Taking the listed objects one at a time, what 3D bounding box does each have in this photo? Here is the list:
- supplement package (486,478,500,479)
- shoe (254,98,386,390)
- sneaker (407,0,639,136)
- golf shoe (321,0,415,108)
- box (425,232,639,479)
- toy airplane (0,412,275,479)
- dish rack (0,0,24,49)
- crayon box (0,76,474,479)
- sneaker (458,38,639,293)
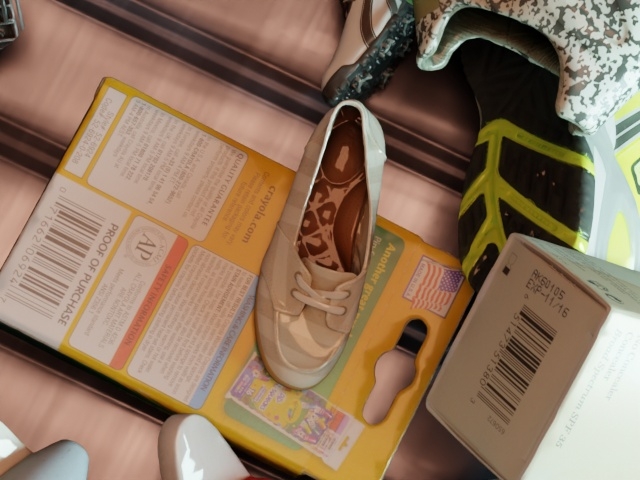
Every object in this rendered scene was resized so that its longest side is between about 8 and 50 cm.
[{"bbox_3d":[0.131,0.290,1.255,0.194,0.149,0.203,-8,106,-7],"label":"supplement package"},{"bbox_3d":[0.000,0.000,1.287,0.077,0.058,0.219,13,79,-3],"label":"shoe"},{"bbox_3d":[0.103,-0.220,1.294,0.410,0.158,0.182,39,87,31],"label":"sneaker"},{"bbox_3d":[0.039,-0.193,1.405,0.094,0.077,0.198,29,71,10],"label":"golf shoe"},{"bbox_3d":[0.246,0.112,1.252,0.311,0.121,0.148,14,107,-35],"label":"box"},{"bbox_3d":[-0.121,0.305,1.197,0.386,0.272,0.384,6,97,-26],"label":"toy airplane"},{"bbox_3d":[-0.335,-0.258,1.342,0.208,0.074,0.271,-6,114,6],"label":"dish rack"},{"bbox_3d":[-0.067,0.042,1.347,0.323,0.083,0.203,27,79,0],"label":"crayon box"},{"bbox_3d":[0.198,-0.099,1.383,0.145,0.147,0.384,-6,61,38],"label":"sneaker"}]
